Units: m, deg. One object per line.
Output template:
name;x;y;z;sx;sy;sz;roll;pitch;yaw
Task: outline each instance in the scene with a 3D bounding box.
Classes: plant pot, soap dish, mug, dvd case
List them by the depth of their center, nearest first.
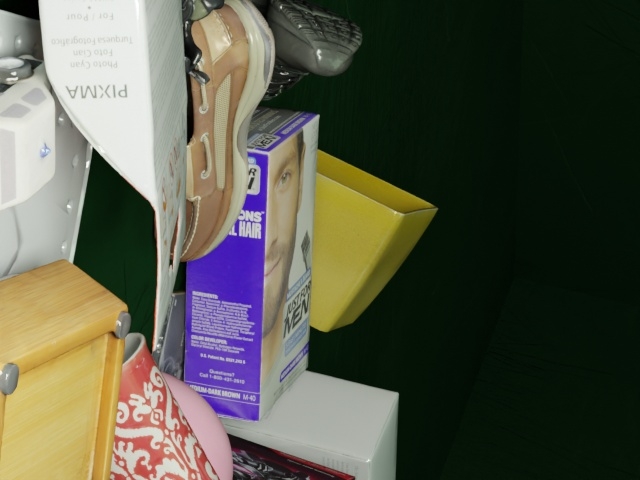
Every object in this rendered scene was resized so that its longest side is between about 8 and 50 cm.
soap dish;-0.259;0.152;1.544;0.291;0.118;0.229;-26;126;-70
mug;-0.184;0.192;1.770;0.169;0.150;0.113;59;16;-16
dvd case;-0.161;0.138;2.325;0.221;0.018;0.164;-5;108;-75
plant pot;0.000;0.000;2.471;0.187;0.212;0.212;-66;167;10

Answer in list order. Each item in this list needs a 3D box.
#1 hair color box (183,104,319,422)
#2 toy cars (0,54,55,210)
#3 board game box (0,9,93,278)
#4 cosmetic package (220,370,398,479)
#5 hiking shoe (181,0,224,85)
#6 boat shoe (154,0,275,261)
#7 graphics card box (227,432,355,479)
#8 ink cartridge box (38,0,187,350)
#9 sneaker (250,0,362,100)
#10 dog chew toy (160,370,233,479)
hair color box;-0.082;0.024;2.298;0.185;0.110;0.339;-44;138;-64
toy cars;-0.263;-0.101;1.407;0.394;0.087;0.176;51;52;-71
board game box;-0.302;0.002;1.603;0.390;0.050;0.390;1;100;-75
cosmetic package;-0.019;0.298;2.584;0.138;0.224;0.224;-61;159;-44
hiking shoe;-0.142;-0.263;1.854;0.086;0.114;0.227;-56;155;-54
boat shoe;-0.144;-0.113;2.028;0.116;0.123;0.324;-15;133;-35
graphics card box;-0.119;0.301;2.205;0.371;0.233;0.094;-8;115;-73
ink cartridge box;-0.173;-0.137;1.658;0.308;0.091;0.385;-87;177;-70
sneaker;-0.047;-0.204;2.060;0.286;0.109;0.130;38;-71;63
dog chew toy;-0.228;0.280;1.883;0.332;0.206;0.206;-54;154;-37
